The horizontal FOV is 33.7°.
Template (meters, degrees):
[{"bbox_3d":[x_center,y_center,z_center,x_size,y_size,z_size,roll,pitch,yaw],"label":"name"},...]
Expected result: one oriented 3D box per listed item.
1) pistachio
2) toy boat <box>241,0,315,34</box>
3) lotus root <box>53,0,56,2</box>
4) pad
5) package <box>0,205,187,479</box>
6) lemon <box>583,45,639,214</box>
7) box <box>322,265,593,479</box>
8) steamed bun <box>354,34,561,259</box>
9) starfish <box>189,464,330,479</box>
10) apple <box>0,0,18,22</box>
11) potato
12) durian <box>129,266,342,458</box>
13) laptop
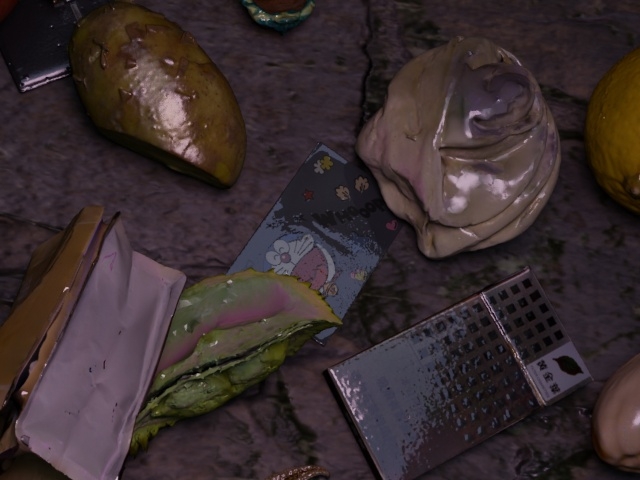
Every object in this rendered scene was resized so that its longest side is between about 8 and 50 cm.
[{"bbox_3d":[0.447,0.222,1.410,0.144,0.144,0.215,47,62,5],"label":"pistachio"},{"bbox_3d":[-0.087,-0.434,1.514,0.108,0.099,0.293,-13,85,-15],"label":"toy boat"},{"bbox_3d":[-0.375,-0.390,1.460,0.063,0.072,0.152,-28,66,28],"label":"lotus root"},{"bbox_3d":[0.000,0.000,1.453,0.170,0.006,0.246,34,72,1],"label":"pad"},{"bbox_3d":[-0.310,0.112,1.199,0.221,0.165,0.311,0,50,20],"label":"package"},{"bbox_3d":[0.495,-0.158,1.468,0.267,0.267,0.268,3,74,-10],"label":"lemon"},{"bbox_3d":[0.185,0.181,1.414,0.324,0.047,0.180,-25,81,-15],"label":"box"},{"bbox_3d":[0.212,-0.138,1.426,0.268,0.207,0.280,-30,83,-18],"label":"steamed bun"},{"bbox_3d":[-0.083,0.350,1.312,0.238,0.057,0.213,34,63,-4],"label":"starfish"},{"bbox_3d":[-0.539,-0.397,1.319,0.348,0.277,0.349,2,74,-8],"label":"apple"},{"bbox_3d":[-0.212,-0.186,1.393,0.176,0.141,0.298,-42,86,-4],"label":"potato"},{"bbox_3d":[-0.154,0.138,1.292,0.351,0.169,0.158,-28,92,-4],"label":"durian"},{"bbox_3d":[-0.355,-0.289,1.462,0.180,0.016,0.129,-24,80,-15],"label":"laptop"}]
